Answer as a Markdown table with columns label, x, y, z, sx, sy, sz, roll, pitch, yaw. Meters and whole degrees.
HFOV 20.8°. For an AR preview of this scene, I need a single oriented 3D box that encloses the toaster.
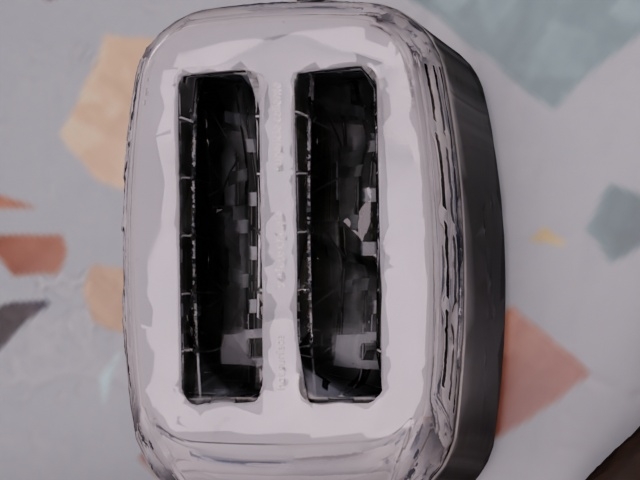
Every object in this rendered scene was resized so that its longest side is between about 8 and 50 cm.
| label | x | y | z | sx | sy | sz | roll | pitch | yaw |
| --- | --- | --- | --- | --- | --- | --- | --- | --- | --- |
| toaster | 0.000 | 0.000 | 0.637 | 0.129 | 0.146 | 0.227 | 0 | 88 | 9 |

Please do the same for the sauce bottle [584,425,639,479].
| label | x | y | z | sx | sy | sz | roll | pitch | yaw |
| --- | --- | --- | --- | --- | --- | --- | --- | --- | --- |
| sauce bottle | 0.127 | 0.158 | 0.625 | 0.111 | 0.111 | 0.344 | 16 | 93 | 10 |
